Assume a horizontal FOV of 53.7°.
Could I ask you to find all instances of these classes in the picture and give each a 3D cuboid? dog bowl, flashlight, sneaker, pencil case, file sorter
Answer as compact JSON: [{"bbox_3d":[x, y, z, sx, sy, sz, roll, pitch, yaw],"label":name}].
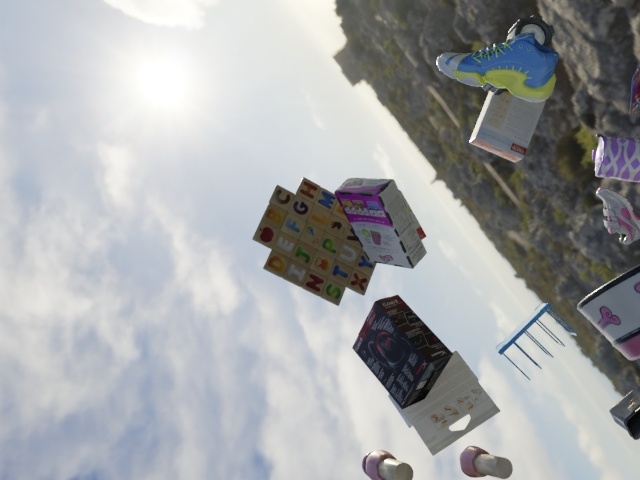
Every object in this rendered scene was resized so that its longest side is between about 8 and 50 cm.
[{"bbox_3d":[0.743,0.105,1.270,0.150,0.407,0.408,65,-165,21],"label":"dog bowl"},{"bbox_3d":[0.478,-0.455,1.587,0.304,0.103,0.103,134,115,-83],"label":"flashlight"},{"bbox_3d":[1.095,-0.085,2.325,0.252,0.111,0.103,49,-173,0],"label":"sneaker"},{"bbox_3d":[0.636,-0.154,1.226,0.206,0.087,0.088,9,-173,14],"label":"pencil case"},{"bbox_3d":[0.361,-0.368,1.266,0.240,0.126,0.091,17,-147,4],"label":"sneaker"},{"bbox_3d":[0.535,0.251,1.572,0.104,0.170,0.118,46,-176,13],"label":"file sorter"}]

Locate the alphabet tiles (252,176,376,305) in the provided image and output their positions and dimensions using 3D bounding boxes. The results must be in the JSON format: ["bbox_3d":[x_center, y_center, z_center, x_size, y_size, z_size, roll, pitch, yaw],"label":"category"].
[{"bbox_3d":[0.000,0.000,1.699,0.342,0.285,0.011,27,159,-12],"label":"alphabet tiles"}]

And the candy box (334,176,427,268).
[{"bbox_3d":[0.152,-0.045,1.587,0.159,0.071,0.234,9,135,49],"label":"candy box"}]

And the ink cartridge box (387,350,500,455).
[{"bbox_3d":[0.396,0.522,2.031,0.239,0.275,0.060,55,164,26],"label":"ink cartridge box"}]

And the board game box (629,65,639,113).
[{"bbox_3d":[0.774,-0.367,1.459,0.033,0.133,0.169,42,169,38],"label":"board game box"}]

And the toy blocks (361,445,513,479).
[{"bbox_3d":[0.216,0.587,1.304,0.260,0.288,0.309,146,126,-68],"label":"toy blocks"}]

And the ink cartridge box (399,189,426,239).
[{"bbox_3d":[0.221,-0.049,2.008,0.176,0.128,0.127,60,158,-6],"label":"ink cartridge box"}]

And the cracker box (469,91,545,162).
[{"bbox_3d":[0.558,-0.368,1.864,0.155,0.232,0.067,23,175,-3],"label":"cracker box"}]

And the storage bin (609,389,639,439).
[{"bbox_3d":[0.928,0.503,1.869,0.098,0.135,0.091,56,170,-17],"label":"storage bin"}]

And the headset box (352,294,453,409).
[{"bbox_3d":[0.234,0.327,1.939,0.110,0.218,0.293,-11,-135,-38],"label":"headset box"}]
